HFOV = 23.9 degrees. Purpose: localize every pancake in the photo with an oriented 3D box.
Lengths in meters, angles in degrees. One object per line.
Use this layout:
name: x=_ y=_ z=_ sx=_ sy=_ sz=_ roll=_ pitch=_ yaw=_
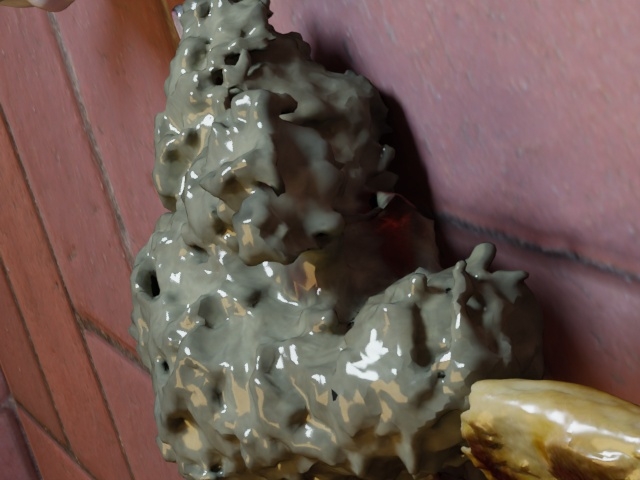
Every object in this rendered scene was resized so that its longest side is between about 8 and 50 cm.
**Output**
pancake: x=0.205 y=0.152 z=0.682 sx=0.266 sy=0.057 sz=0.244 roll=18 pitch=156 yaw=35

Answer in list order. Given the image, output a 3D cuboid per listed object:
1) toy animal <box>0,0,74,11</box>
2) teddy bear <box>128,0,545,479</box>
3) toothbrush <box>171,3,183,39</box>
toy animal: x=-0.233 y=-0.292 z=1.126 sx=0.241 sy=0.196 sz=0.368 roll=64 pitch=158 yaw=24
teddy bear: x=0.000 y=0.000 z=0.904 sx=0.357 sy=0.224 sz=0.368 roll=71 pitch=-170 yaw=-65
toothbrush: x=-0.044 y=-0.041 z=1.168 sx=0.025 sy=0.029 sz=0.307 roll=5 pitch=120 yaw=66
